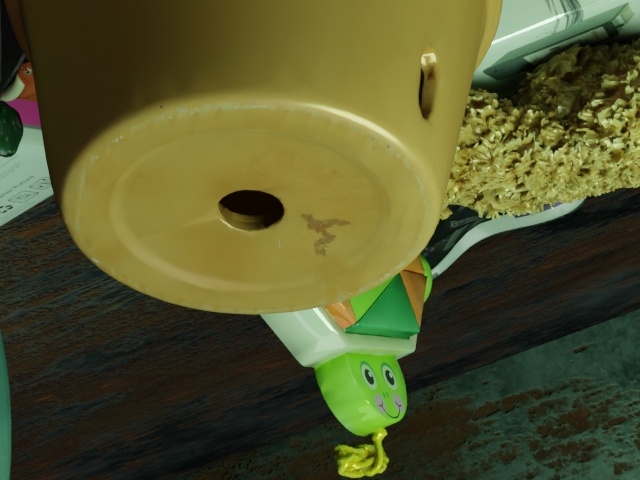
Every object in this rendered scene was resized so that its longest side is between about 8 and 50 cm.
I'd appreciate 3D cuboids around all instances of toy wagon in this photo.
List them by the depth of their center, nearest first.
[{"bbox_3d":[0.000,0.000,1.220,0.068,0.344,0.267,-27,162,24],"label":"toy wagon"}]

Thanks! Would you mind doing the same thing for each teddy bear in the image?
[{"bbox_3d":[0.196,-0.071,1.191,0.338,0.113,0.245,-14,166,-25],"label":"teddy bear"}]

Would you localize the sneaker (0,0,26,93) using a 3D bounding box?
[{"bbox_3d":[-0.218,-0.067,1.045,0.222,0.118,0.083,-50,153,8],"label":"sneaker"}]

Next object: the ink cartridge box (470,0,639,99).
[{"bbox_3d":[0.141,-0.173,1.204,0.273,0.115,0.198,-21,168,8],"label":"ink cartridge box"}]

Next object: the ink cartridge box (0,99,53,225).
[{"bbox_3d":[-0.332,-0.060,1.165,0.176,0.069,0.371,-28,164,30],"label":"ink cartridge box"}]

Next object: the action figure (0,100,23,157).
[{"bbox_3d":[-0.283,-0.052,0.964,0.232,0.063,0.137,-7,175,6],"label":"action figure"}]

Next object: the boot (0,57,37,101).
[{"bbox_3d":[-0.166,-0.131,1.129,0.084,0.059,0.158,-3,160,-31],"label":"boot"}]

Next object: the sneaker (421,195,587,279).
[{"bbox_3d":[0.124,-0.047,1.717,0.283,0.107,0.124,-27,148,18],"label":"sneaker"}]

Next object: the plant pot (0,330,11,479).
[{"bbox_3d":[-0.377,0.155,1.540,0.166,0.234,0.165,-8,162,-36],"label":"plant pot"}]

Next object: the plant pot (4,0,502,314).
[{"bbox_3d":[-0.038,-0.096,0.931,0.291,0.203,0.291,0,145,0],"label":"plant pot"}]
